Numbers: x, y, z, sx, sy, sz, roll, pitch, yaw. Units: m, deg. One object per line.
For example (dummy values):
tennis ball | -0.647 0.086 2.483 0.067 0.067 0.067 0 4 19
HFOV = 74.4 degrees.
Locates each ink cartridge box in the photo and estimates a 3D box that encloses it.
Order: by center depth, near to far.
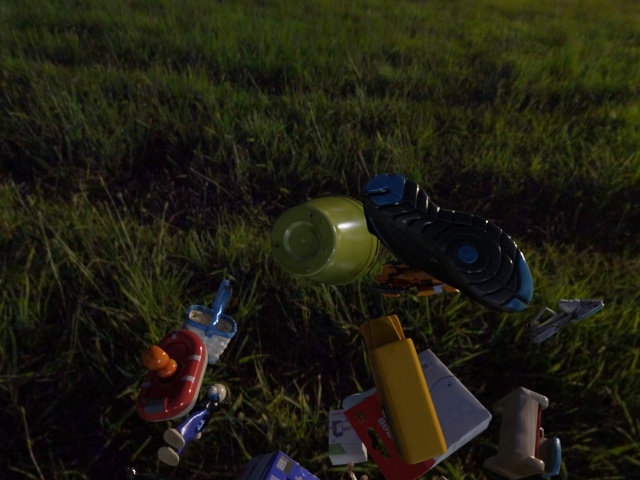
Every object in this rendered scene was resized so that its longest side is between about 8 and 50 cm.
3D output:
ink cartridge box | 0.314 0.580 1.413 0.385 0.091 0.308 -24 44 -19
ink cartridge box | -0.142 0.973 1.653 0.270 0.395 0.151 38 47 -5
ink cartridge box | 0.119 0.864 1.872 0.154 0.093 0.212 -12 31 10

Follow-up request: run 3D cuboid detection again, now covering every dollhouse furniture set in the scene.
dollhouse furniture set | 0.261 0.268 0.446 0.129 0.129 0.184 22 54 7

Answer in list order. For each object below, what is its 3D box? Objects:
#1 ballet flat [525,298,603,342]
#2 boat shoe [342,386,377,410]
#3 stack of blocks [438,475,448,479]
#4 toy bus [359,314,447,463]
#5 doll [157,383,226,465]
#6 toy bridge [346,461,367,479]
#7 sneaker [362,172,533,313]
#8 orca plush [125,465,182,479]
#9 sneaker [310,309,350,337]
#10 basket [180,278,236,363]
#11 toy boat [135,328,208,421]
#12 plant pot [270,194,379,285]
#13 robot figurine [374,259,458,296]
ballet flat | 0.360 0.112 0.633 0.041 0.114 0.041 37 27 -23
boat shoe | 0.181 0.630 1.677 0.183 0.083 0.065 -25 69 14
stack of blocks | 0.501 1.034 1.520 0.171 0.087 0.297 -49 24 -7
toy bus | 0.196 0.355 1.049 0.108 0.130 0.333 -14 74 -7
doll | -0.227 0.328 0.796 0.046 0.129 0.189 24 14 8
toy bridge | 0.166 0.945 1.636 0.026 0.063 0.188 9 5 -37
sneaker | 0.220 0.010 0.769 0.125 0.140 0.341 -40 66 -20
orca plush | -0.221 0.479 0.740 0.287 0.151 0.102 6 13 38
sneaker | 0.033 0.303 1.542 0.170 0.051 0.089 -1 46 25
basket | -0.413 0.300 1.612 0.201 0.289 0.255 27 -3 -13
toy boat | -0.379 0.312 1.037 0.151 0.151 0.231 -13 37 12
plant pot | 0.000 0.000 1.540 0.366 0.366 0.353 22 8 18
robot figurine | 0.334 0.129 1.481 0.291 0.085 0.211 -9 28 26
